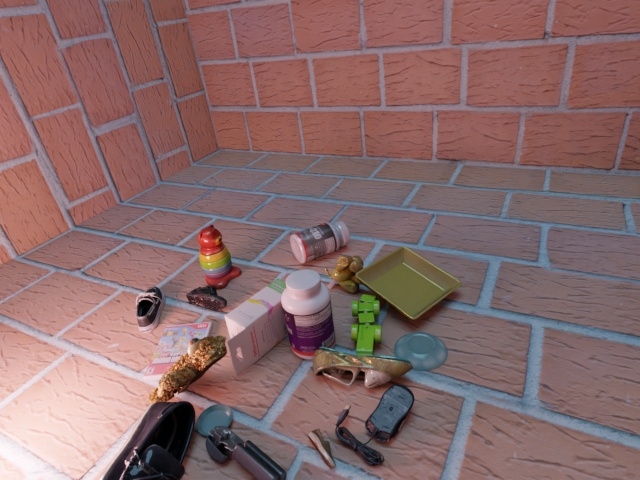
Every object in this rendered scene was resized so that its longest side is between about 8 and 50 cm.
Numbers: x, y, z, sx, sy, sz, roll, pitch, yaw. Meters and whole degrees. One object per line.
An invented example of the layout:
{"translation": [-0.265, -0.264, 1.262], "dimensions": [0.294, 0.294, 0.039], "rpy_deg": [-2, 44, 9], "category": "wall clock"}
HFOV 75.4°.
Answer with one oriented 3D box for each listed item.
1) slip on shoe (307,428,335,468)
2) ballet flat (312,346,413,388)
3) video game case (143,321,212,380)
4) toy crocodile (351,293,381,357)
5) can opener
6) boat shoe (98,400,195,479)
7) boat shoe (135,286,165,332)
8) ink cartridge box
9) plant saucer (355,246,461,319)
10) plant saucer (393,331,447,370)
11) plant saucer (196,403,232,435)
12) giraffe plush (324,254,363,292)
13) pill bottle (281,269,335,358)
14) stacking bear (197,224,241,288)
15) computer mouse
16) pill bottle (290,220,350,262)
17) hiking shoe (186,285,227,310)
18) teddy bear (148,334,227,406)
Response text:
{"translation": [0.011, 0.614, 1.228], "dimensions": [0.041, 0.051, 0.135], "rpy_deg": [-25, 26, -23], "category": "slip on shoe"}
{"translation": [0.138, 0.451, 1.431], "dimensions": [0.349, 0.123, 0.123], "rpy_deg": [4, 32, 18], "category": "ballet flat"}
{"translation": [-0.568, 0.442, 1.678], "dimensions": [0.204, 0.025, 0.285], "rpy_deg": [-6, 30, 3], "category": "video game case"}
{"translation": [0.182, 0.332, 1.633], "dimensions": [0.115, 0.105, 0.340], "rpy_deg": [-3, 35, 8], "category": "toy crocodile"}
{"translation": [-0.230, 0.648, 1.223], "dimensions": [0.284, 0.095, 0.076], "rpy_deg": [23, 3, 33], "category": "can opener"}
{"translation": [-0.477, 0.645, 1.144], "dimensions": [0.156, 0.186, 0.500], "rpy_deg": [-23, 23, 13], "category": "boat shoe"}
{"translation": [-0.798, 0.288, 1.913], "dimensions": [0.113, 0.104, 0.306], "rpy_deg": [-9, 30, -3], "category": "boat shoe"}
{"translation": [-0.241, 0.330, 1.609], "dimensions": [0.119, 0.206, 0.354], "rpy_deg": [23, 41, 34], "category": "ink cartridge box"}
{"translation": [0.373, 0.192, 1.784], "dimensions": [0.333, 0.080, 0.333], "rpy_deg": [-26, 45, -32], "category": "plant saucer"}
{"translation": [0.370, 0.395, 1.530], "dimensions": [0.195, 0.037, 0.194], "rpy_deg": [-6, 31, 4], "category": "plant saucer"}
{"translation": [-0.347, 0.596, 1.366], "dimensions": [0.120, 0.021, 0.119], "rpy_deg": [-6, 31, 4], "category": "plant saucer"}
{"translation": [0.142, 0.140, 1.932], "dimensions": [0.210, 0.181, 0.171], "rpy_deg": [-29, 2, 37], "category": "giraffe plush"}
{"translation": [-0.045, 0.274, 1.547], "dimensions": [0.182, 0.322, 0.181], "rpy_deg": [-6, 30, 3], "category": "pill bottle"}
{"translation": [-0.524, 0.067, 2.045], "dimensions": [0.165, 0.288, 0.175], "rpy_deg": [12, 36, 30], "category": "stacking bear"}
{"translation": [0.167, 0.552, 1.292], "dimensions": [0.184, 0.060, 0.262], "rpy_deg": [19, 51, 31], "category": "computer mouse"}
{"translation": [0.000, 0.000, 2.166], "dimensions": [0.284, 0.161, 0.161], "rpy_deg": [-21, 33, -21], "category": "pill bottle"}
{"translation": [-0.514, 0.253, 1.927], "dimensions": [0.227, 0.086, 0.114], "rpy_deg": [9, 37, 27], "category": "hiking shoe"}
{"translation": [-0.465, 0.438, 1.420], "dimensions": [0.113, 0.338, 0.245], "rpy_deg": [51, 37, 10], "category": "teddy bear"}
